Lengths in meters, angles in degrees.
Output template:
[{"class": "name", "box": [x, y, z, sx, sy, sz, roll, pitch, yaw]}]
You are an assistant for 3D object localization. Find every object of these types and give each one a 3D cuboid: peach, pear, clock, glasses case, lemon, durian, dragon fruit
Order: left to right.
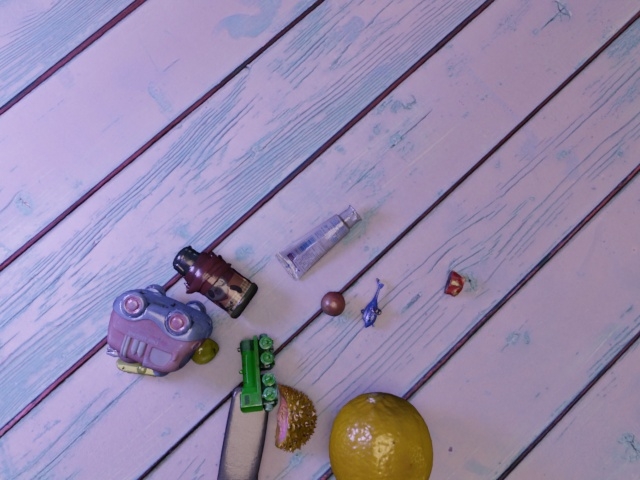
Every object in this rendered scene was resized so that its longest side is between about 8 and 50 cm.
[{"class": "clock", "box": [-0.537, 0.304, 1.752, 0.170, 0.069, 0.231, 8, 83, -3]}, {"class": "pear", "box": [-0.369, 0.342, 1.753, 0.097, 0.092, 0.092, -15, 85, -5]}, {"class": "glasses case", "box": [-0.236, 0.619, 1.736, 0.131, 0.074, 0.322, 10, 83, -2]}, {"class": "durian", "box": [-0.085, 0.561, 1.750, 0.132, 0.165, 0.182, -3, 54, 34]}, {"class": "peach", "box": [0.042, 0.203, 1.800, 0.083, 0.083, 0.083, 0, 84, -4]}, {"class": "lemon", "box": [0.180, 0.620, 1.656, 0.337, 0.336, 0.335, 0, 84, -4]}, {"class": "dragon fruit", "box": [0.448, 0.144, 1.846, 0.056, 0.060, 0.083, 23, 81, 2]}]

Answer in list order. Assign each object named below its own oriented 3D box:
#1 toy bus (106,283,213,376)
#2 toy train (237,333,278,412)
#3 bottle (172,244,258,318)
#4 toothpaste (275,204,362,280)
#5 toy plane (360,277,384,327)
[{"class": "toy bus", "box": [-0.480, 0.273, 1.639, 0.294, 0.197, 0.231, 22, 93, 0]}, {"class": "toy train", "box": [-0.195, 0.408, 1.722, 0.119, 0.085, 0.251, -6, 55, -6]}, {"class": "bottle", "box": [-0.341, 0.127, 1.753, 0.271, 0.143, 0.156, 35, 57, -2]}, {"class": "toothpaste", "box": [0.000, 0.000, 1.832, 0.299, 0.073, 0.114, -38, 88, 0]}, {"class": "toy plane", "box": [0.172, 0.207, 1.828, 0.062, 0.054, 0.167, 17, 83, 24]}]
